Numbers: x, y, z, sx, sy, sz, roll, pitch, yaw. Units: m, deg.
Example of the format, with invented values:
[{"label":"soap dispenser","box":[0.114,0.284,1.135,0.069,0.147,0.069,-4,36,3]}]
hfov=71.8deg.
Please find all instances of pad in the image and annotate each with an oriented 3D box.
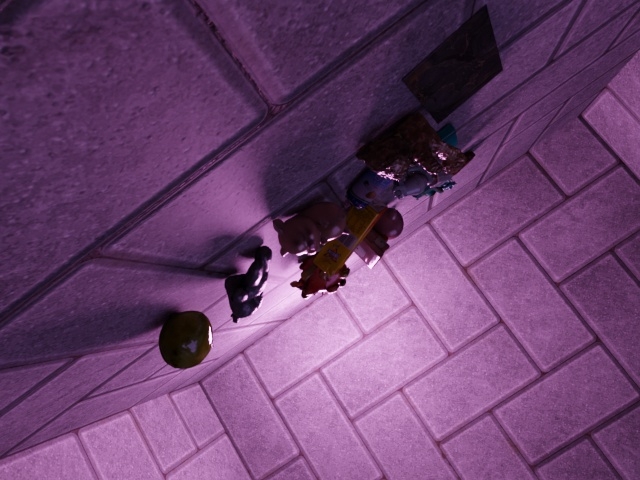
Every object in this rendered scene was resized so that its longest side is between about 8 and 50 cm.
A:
[{"label":"pad","box":[0.379,-0.458,1.218,0.247,0.007,0.367,-39,159,19]}]

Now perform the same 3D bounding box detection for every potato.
[{"label":"potato","box":[-0.520,0.380,1.710,0.215,0.216,0.304,-28,156,-24]}]

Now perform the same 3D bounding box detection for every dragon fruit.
[{"label":"dragon fruit","box":[0.000,0.171,2.196,0.243,0.228,0.307,-23,166,-26]}]

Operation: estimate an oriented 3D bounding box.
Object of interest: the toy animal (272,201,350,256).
[{"label":"toy animal","box":[-0.032,-0.042,1.504,0.250,0.167,0.154,-24,-152,-17]}]

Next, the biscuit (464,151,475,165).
[{"label":"biscuit","box":[0.738,-0.399,2.349,0.192,0.049,0.192,-32,171,-6]}]

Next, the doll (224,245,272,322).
[{"label":"doll","box":[-0.280,0.148,1.671,0.340,0.158,0.246,108,6,-48]}]

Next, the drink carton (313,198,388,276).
[{"label":"drink carton","box":[0.123,-0.024,1.838,0.351,0.111,0.154,-56,170,26]}]

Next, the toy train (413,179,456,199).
[{"label":"toy train","box":[0.541,-0.279,2.150,0.194,0.120,0.298,-32,167,22]}]

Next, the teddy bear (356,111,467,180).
[{"label":"teddy bear","box":[0.286,-0.252,1.361,0.296,0.246,0.223,31,97,-45]}]

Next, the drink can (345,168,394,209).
[{"label":"drink can","box":[0.195,-0.214,1.559,0.097,0.097,0.235,-19,161,-50]}]

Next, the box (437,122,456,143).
[{"label":"box","box":[0.469,-0.376,1.767,0.161,0.042,0.226,-37,167,15]}]

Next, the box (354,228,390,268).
[{"label":"box","box":[0.230,0.014,2.227,0.086,0.215,0.215,-42,170,-18]}]

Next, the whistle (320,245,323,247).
[{"label":"whistle","box":[0.000,0.000,1.927,0.126,0.067,0.258,-31,169,-13]}]

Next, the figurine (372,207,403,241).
[{"label":"figurine","box":[0.343,-0.085,2.251,0.173,0.173,0.173,-32,167,-8]}]

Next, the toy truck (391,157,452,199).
[{"label":"toy truck","box":[0.385,-0.244,1.700,0.256,0.140,0.108,-11,172,-20]}]
